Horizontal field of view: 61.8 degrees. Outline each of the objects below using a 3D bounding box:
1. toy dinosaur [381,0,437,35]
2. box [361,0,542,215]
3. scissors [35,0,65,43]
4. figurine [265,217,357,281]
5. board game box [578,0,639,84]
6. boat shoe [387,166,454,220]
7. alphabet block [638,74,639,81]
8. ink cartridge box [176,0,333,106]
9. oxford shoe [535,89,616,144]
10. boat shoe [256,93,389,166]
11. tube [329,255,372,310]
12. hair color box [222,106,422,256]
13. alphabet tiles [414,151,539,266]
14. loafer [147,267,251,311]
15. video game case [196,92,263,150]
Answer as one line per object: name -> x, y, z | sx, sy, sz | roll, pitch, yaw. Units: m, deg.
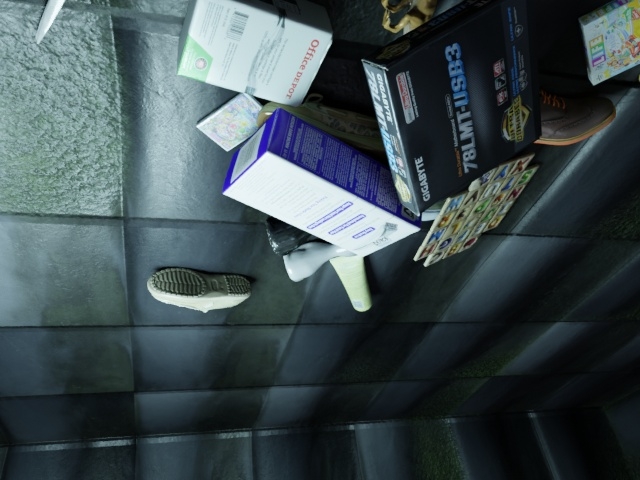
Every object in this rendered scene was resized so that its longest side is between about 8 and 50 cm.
toy dinosaur -> 0.151, -0.359, 0.866 | 0.112, 0.064, 0.211 | 0, 143, -16
box -> 0.236, -0.233, 0.901 | 0.293, 0.073, 0.295 | -33, 130, -13
scissors -> -0.336, -0.385, 0.748 | 0.109, 0.021, 0.297 | 8, 139, -26
figurine -> 0.000, 0.000, 1.303 | 0.209, 0.092, 0.215 | -18, 144, 4
board game box -> 0.538, -0.368, 0.977 | 0.103, 0.026, 0.154 | -25, 142, 20
boat shoe -> 0.171, -0.118, 1.160 | 0.302, 0.109, 0.094 | 8, 143, -19
alphabet block -> 0.769, -0.296, 0.990 | 0.197, 0.193, 0.192 | 8, 139, -23
ink cartridge box -> -0.105, -0.315, 0.842 | 0.208, 0.087, 0.153 | 10, 139, -24
oxford shoe -> 0.454, -0.251, 1.062 | 0.271, 0.097, 0.098 | -12, 138, 3
boat shoe -> 0.016, -0.215, 1.024 | 0.285, 0.089, 0.104 | 14, 159, -25
tube -> 0.098, 0.111, 1.501 | 0.070, 0.062, 0.240 | -49, 143, -21
hair color box -> 0.010, -0.096, 1.023 | 0.339, 0.110, 0.185 | 26, 149, -25
alphabet tiles -> 0.368, -0.064, 1.270 | 0.285, 0.011, 0.342 | -20, 150, -26
loafer -> -0.316, 0.139, 1.396 | 0.268, 0.102, 0.092 | 8, 134, -24
video game case -> -0.161, -0.225, 1.015 | 0.122, 0.011, 0.087 | -28, 140, 22
